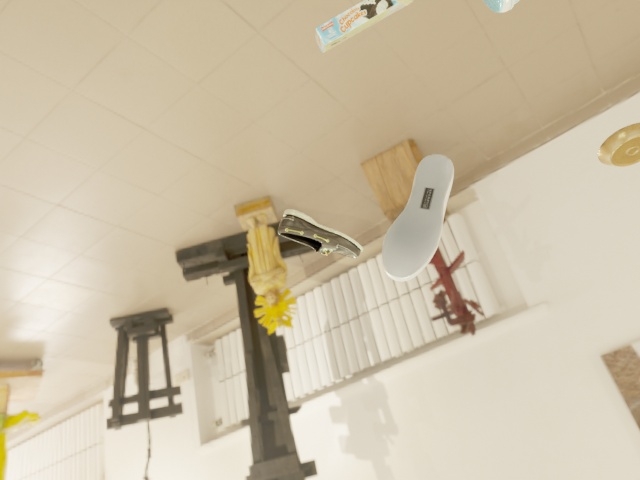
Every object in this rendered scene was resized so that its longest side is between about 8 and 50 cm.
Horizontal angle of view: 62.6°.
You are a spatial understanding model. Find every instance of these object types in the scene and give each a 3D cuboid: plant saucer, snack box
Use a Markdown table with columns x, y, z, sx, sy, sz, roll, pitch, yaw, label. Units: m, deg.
| x | y | z | sx | sy | sz | roll | pitch | yaw | label |
| --- | --- | --- | --- | --- | --- | --- | --- | --- | --- |
| 0.436 | -0.129 | 0.738 | 0.084 | 0.015 | 0.083 | -4 | 144 | -3 | plant saucer |
| 0.136 | -0.670 | 1.558 | 0.322 | 0.060 | 0.187 | -28 | -168 | 4 | snack box |

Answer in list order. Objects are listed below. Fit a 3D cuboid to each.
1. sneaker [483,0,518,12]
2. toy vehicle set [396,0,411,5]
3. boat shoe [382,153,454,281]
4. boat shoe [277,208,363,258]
| x | y | z | sx | sy | sz | roll | pitch | yaw | label |
| --- | --- | --- | --- | --- | --- | --- | --- | --- | --- |
| 0.362 | -0.581 | 0.948 | 0.208 | 0.318 | 0.127 | -15 | 169 | 7 | sneaker |
| 0.138 | -0.510 | 0.774 | 0.035 | 0.266 | 0.166 | 4 | 155 | -34 | toy vehicle set |
| 0.156 | -0.029 | 0.833 | 0.080 | 0.228 | 0.076 | 12 | 155 | 16 | boat shoe |
| 0.000 | 0.000 | 1.342 | 0.228 | 0.068 | 0.081 | 26 | 160 | -12 | boat shoe |
